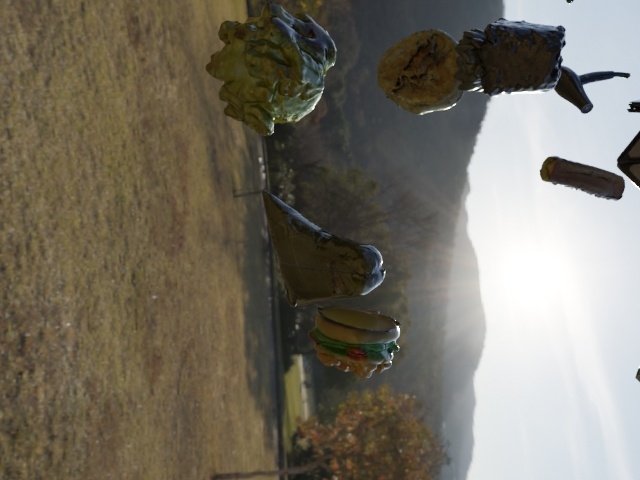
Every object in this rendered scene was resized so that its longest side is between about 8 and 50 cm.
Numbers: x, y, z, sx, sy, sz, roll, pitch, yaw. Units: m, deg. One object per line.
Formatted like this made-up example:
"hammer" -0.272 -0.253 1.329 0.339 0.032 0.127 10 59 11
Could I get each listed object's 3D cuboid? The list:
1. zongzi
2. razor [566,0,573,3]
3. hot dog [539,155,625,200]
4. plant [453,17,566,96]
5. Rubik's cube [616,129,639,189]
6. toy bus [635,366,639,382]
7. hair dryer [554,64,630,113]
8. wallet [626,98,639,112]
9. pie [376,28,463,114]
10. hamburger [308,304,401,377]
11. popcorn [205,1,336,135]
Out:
"zongzi" 0.000 0.000 1.924 0.174 0.356 0.392 -27 103 -49
"razor" 0.601 -0.597 1.493 0.028 0.044 0.154 50 50 -14
"hot dog" 0.684 -0.161 1.656 0.068 0.289 0.083 3 -97 63
"plant" 0.333 -0.329 1.138 0.132 0.195 0.129 -43 134 -56
"Rubik's cube" 0.770 -0.144 1.072 0.307 0.305 0.310 -62 -139 38
"toy bus" 0.537 0.228 0.992 0.083 0.037 0.031 41 -12 14
"hair dryer" 0.764 -0.433 1.752 0.075 0.219 0.195 83 -7 -47
"wallet" 1.111 -0.435 2.013 0.317 0.169 0.044 -20 119 -44
"pie" 0.352 -0.586 2.196 0.077 0.339 0.339 55 29 -63
"hamburger" 0.084 0.262 1.629 0.237 0.237 0.148 -77 177 -80
"popcorn" -0.129 -0.415 1.538 0.312 0.312 0.312 -4 90 -87
